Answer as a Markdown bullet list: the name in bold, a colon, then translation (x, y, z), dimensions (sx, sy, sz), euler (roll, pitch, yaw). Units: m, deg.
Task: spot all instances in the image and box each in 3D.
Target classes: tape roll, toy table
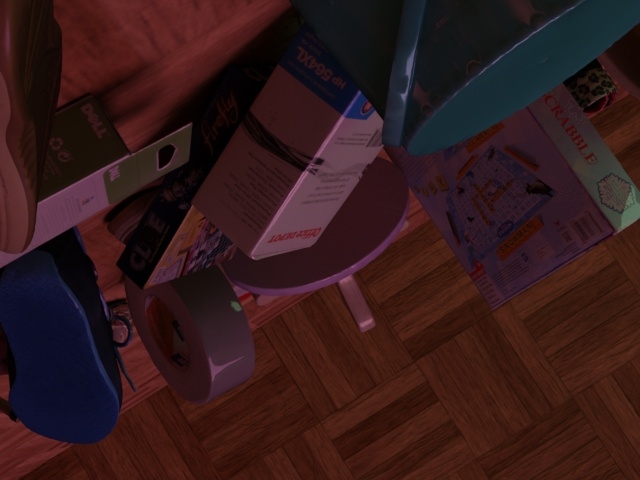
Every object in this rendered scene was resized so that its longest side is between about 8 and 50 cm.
- **tape roll**: translation (-0.180, 0.111, 1.429), dimensions (0.072, 0.219, 0.219), euler (-26, 170, -30)
- **toy table**: translation (0.000, 0.000, 1.490), dimensions (0.274, 0.252, 0.161), euler (-17, 155, 1)

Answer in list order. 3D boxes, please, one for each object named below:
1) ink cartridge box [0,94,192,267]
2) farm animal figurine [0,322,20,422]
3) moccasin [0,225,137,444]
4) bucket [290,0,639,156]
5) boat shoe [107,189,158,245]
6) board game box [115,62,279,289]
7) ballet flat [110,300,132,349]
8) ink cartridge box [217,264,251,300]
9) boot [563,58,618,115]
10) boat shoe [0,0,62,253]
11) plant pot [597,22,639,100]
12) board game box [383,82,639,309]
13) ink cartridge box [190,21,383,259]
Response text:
- **ink cartridge box**: translation (-0.211, -0.054, 0.857), dimensions (0.209, 0.062, 0.109), euler (-31, 172, -14)
- **farm animal figurine**: translation (-0.444, 0.207, 1.130), dimensions (0.330, 0.172, 0.326), euler (47, 60, -82)
- **moccasin**: translation (-0.253, 0.096, 1.087), dimensions (0.138, 0.116, 0.342), euler (8, 141, -7)
- **bucket**: translation (0.114, -0.201, 0.777), dimensions (0.281, 0.183, 0.281), euler (-31, 171, -6)
- **boat shoe**: translation (-0.143, -0.012, 1.267), dimensions (0.103, 0.092, 0.285), euler (-34, 171, 23)
- **board game box**: translation (-0.091, -0.068, 1.059), dimensions (0.243, 0.042, 0.165), euler (-56, 162, 24)
- **ballet flat**: translation (-0.342, 0.148, 1.545), dimensions (0.091, 0.077, 0.241), euler (-36, 172, 22)
- **ink cartridge box**: translation (-0.128, 0.039, 1.707), dimensions (0.134, 0.078, 0.231), euler (-24, 169, -44)
- **boot**: translation (0.294, -0.227, 1.336), dimensions (0.085, 0.178, 0.236), euler (-33, 171, 7)
- **boat shoe**: translation (-0.206, -0.086, 0.579), dimensions (0.110, 0.121, 0.341), euler (8, 158, -11)
- **plant pot**: translation (0.474, -0.324, 1.087), dimensions (0.305, 0.334, 0.334), euler (-40, 179, -39)
- **board game box**: translation (0.217, -0.100, 1.321), dimensions (0.066, 0.318, 0.318), euler (-30, 172, -25)
- **ink cartridge box**: translation (-0.010, -0.091, 0.980), dimensions (0.203, 0.086, 0.148), euler (-54, 164, 18)
